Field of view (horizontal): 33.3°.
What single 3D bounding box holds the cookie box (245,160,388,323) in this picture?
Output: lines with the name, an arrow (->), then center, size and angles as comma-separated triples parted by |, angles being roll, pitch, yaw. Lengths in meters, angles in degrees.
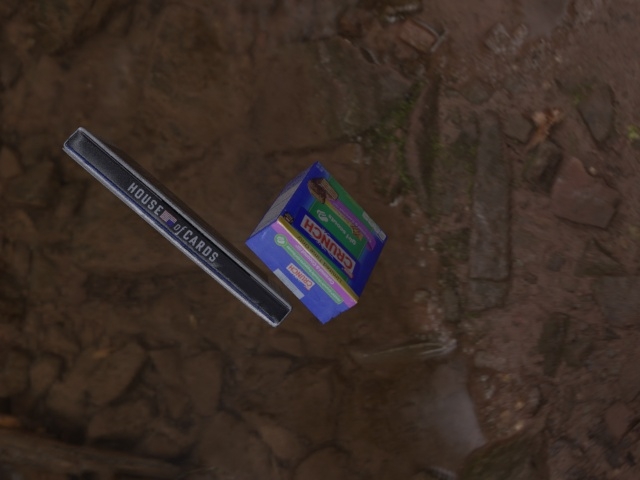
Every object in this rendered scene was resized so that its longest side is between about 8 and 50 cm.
cookie box -> 0.000, 0.000, 0.853 | 0.040, 0.107, 0.092 | -36, 103, 32

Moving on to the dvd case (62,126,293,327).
dvd case -> -0.125, -0.012, 0.992 | 0.238, 0.179, 0.029 | 41, 89, -3
